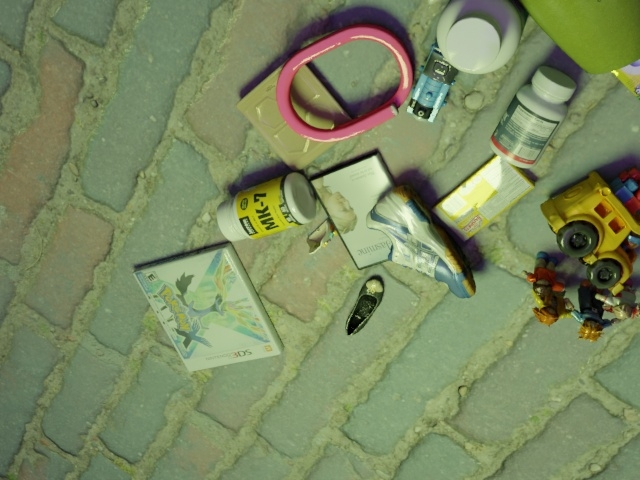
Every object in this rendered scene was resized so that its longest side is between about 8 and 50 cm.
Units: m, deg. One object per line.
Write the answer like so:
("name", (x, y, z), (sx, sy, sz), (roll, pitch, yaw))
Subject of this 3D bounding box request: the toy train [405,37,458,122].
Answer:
("toy train", (0.227, -0.316, 1.652), (0.080, 0.105, 0.184), (26, 124, 4))

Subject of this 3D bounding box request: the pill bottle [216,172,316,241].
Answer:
("pill bottle", (-0.125, -0.071, 1.909), (0.208, 0.119, 0.119), (-17, 112, 27))

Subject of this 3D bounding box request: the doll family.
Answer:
("doll family", (0.544, 0.139, 1.769), (0.262, 0.163, 0.118), (16, 123, 10))

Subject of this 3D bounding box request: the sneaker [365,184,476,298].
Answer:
("sneaker", (0.220, 0.022, 1.836), (0.131, 0.112, 0.296), (-36, 98, 19))

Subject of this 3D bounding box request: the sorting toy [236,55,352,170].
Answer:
("sorting toy", (-0.052, -0.274, 1.819), (0.193, 0.038, 0.208), (-34, 108, 32))

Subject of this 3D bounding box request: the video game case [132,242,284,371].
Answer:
("video game case", (-0.290, 0.182, 2.164), (0.299, 0.036, 0.329), (-14, 113, 26))

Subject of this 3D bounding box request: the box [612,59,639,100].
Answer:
("box", (0.592, -0.338, 1.550), (0.179, 0.043, 0.105), (41, 123, -9))

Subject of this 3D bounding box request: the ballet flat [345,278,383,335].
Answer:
("ballet flat", (0.107, 0.163, 2.006), (0.057, 0.049, 0.173), (25, 124, 3))

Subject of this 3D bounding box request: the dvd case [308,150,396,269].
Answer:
("dvd case", (0.106, -0.061, 1.892), (0.180, 0.022, 0.253), (-20, 111, 28))

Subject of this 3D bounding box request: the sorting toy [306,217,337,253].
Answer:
("sorting toy", (0.000, 0.000, 1.933), (0.045, 0.075, 0.083), (42, 124, -7))

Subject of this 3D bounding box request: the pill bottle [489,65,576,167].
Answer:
("pill bottle", (0.416, -0.242, 1.628), (0.108, 0.108, 0.180), (27, 124, 2))

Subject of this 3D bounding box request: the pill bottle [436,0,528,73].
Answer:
("pill bottle", (0.289, -0.387, 1.492), (0.146, 0.264, 0.146), (9, 121, 15))

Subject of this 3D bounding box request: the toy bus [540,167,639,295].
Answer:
("toy bus", (0.586, -0.034, 1.683), (0.211, 0.149, 0.220), (-40, 103, 16))

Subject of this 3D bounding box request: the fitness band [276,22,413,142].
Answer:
("fitness band", (0.048, -0.319, 1.716), (0.290, 0.054, 0.209), (-23, 110, 17))

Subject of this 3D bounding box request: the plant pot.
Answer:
("plant pot", (0.455, -0.441, 1.408), (0.274, 0.275, 0.294), (-22, 113, 28))

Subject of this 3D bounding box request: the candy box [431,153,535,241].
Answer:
("candy box", (0.345, -0.093, 1.787), (0.105, 0.027, 0.206), (42, 124, -10))
